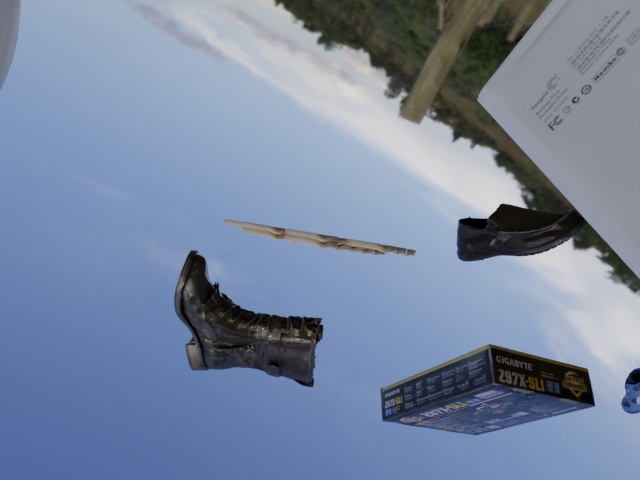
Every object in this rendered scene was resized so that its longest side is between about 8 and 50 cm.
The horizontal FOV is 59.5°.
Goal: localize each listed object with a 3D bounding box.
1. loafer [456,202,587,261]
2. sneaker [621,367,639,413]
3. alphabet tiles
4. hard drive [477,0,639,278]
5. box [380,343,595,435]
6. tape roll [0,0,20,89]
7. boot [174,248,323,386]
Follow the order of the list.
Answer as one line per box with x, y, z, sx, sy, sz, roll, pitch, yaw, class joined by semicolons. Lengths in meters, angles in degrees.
0.294;-0.019;0.865;0.080;0.220;0.078;-26;-82;-42;loafer
0.572;0.261;1.002;0.059;0.144;0.053;24;-128;14;sneaker
0.000;0.000;0.890;0.278;0.021;0.284;9;180;24;alphabet tiles
0.302;-0.114;0.468;0.047;0.233;0.353;14;-143;-34;hard drive
0.314;0.305;1.094;0.257;0.322;0.079;18;-125;-24;box
-0.332;-0.154;0.323;0.169;0.246;0.246;27;-159;5;tape roll
-0.108;0.131;0.922;0.229;0.262;0.091;3;-145;7;boot
